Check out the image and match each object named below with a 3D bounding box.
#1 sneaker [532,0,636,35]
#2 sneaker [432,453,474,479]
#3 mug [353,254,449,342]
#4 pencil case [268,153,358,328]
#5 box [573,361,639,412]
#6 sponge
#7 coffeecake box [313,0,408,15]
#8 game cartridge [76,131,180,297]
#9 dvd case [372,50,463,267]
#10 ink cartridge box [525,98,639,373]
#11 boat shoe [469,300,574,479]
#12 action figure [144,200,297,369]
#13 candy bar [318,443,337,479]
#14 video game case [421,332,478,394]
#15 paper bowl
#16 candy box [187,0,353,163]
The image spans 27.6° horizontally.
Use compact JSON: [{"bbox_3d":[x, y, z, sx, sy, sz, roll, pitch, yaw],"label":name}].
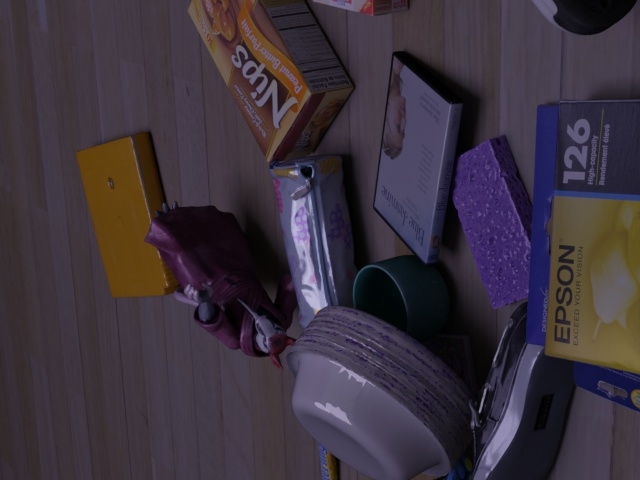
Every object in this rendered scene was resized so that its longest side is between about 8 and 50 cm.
[{"bbox_3d":[0.214,-0.391,1.512,0.257,0.169,0.447,125,132,-61],"label":"sneaker"},{"bbox_3d":[0.175,0.380,1.930,0.078,0.067,0.188,45,140,30],"label":"sneaker"},{"bbox_3d":[0.116,0.086,1.874,0.158,0.097,0.129,2,105,57],"label":"mug"},{"bbox_3d":[0.000,0.000,2.000,0.124,0.113,0.273,-159,58,-73],"label":"pencil case"},{"bbox_3d":[0.362,0.086,1.555,0.136,0.036,0.225,21,117,52],"label":"box"},{"bbox_3d":[0.235,-0.022,1.712,0.117,0.031,0.210,-32,75,56],"label":"sponge"},{"bbox_3d":[0.054,-0.415,1.795,0.142,0.068,0.185,25,123,49],"label":"coffeecake box"},{"bbox_3d":[-0.387,-0.045,2.640,0.285,0.053,0.323,-5,101,57],"label":"game cartridge"},{"bbox_3d":[0.131,-0.114,1.809,0.180,0.022,0.253,-129,38,-51],"label":"dvd case"},{"bbox_3d":[0.329,-0.009,1.477,0.307,0.072,0.303,6,95,52],"label":"ink cartridge box"},{"bbox_3d":[0.249,0.225,1.717,0.105,0.113,0.306,45,135,48],"label":"boat shoe"},{"bbox_3d":[-0.156,0.100,2.158,0.370,0.248,0.275,51,142,37],"label":"action figure"},{"bbox_3d":[0.012,0.378,2.212,0.040,0.018,0.161,25,127,49],"label":"candy bar"},{"bbox_3d":[0.181,0.177,1.892,0.122,0.011,0.087,0,103,57],"label":"video game case"},{"bbox_3d":[0.073,0.233,1.833,0.284,0.148,0.284,33,160,13],"label":"paper bowl"},{"bbox_3d":[-0.084,-0.302,2.032,0.316,0.088,0.183,61,145,20],"label":"candy box"}]
